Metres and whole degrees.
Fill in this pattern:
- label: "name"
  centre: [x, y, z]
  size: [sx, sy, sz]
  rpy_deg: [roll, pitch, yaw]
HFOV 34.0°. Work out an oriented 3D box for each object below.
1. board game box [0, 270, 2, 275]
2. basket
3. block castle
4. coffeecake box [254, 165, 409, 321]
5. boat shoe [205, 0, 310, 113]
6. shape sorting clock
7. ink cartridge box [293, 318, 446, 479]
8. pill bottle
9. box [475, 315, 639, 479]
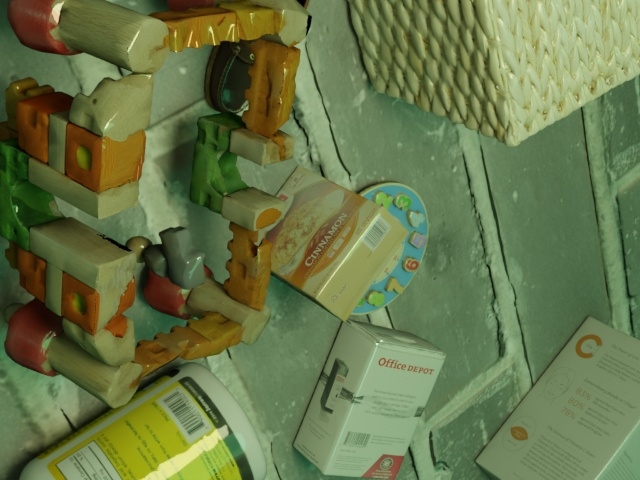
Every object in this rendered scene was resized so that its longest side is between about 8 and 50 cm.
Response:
- label: "board game box"
  centre: [-0.441, 0.043, 1.140]
  size: [0.154, 0.026, 0.103]
  rpy_deg: [35, 87, -42]
- label: "basket"
  centre: [0.209, -0.341, 1.277]
  size: [0.266, 0.328, 0.331]
  rpy_deg: [-32, 126, -20]
- label: "block castle"
  centre: [-0.199, -0.071, 1.150]
  size: [0.303, 0.212, 0.453]
  rpy_deg: [-23, 130, -49]
- label: "coffeecake box"
  centre: [0.000, 0.000, 1.355]
  size: [0.142, 0.185, 0.068]
  rpy_deg: [-54, 131, -6]
- label: "boat shoe"
  centre: [-0.073, -0.246, 1.269]
  size: [0.073, 0.073, 0.207]
  rpy_deg: [18, 99, -42]
- label: "shape sorting clock"
  centre: [0.083, 0.014, 1.523]
  size: [0.206, 0.040, 0.206]
  rpy_deg: [-16, 118, -32]
- label: "ink cartridge box"
  centre: [0.075, 0.241, 1.582]
  size: [0.158, 0.092, 0.218]
  rpy_deg: [16, 101, -41]
- label: "pill bottle"
  centre: [-0.248, 0.312, 1.300]
  size: [0.334, 0.188, 0.188]
  rpy_deg: [-31, 126, -22]
- label: "box"
  centre: [0.482, 0.344, 1.861]
  size: [0.345, 0.215, 0.168]
  rpy_deg: [-49, 131, -9]
